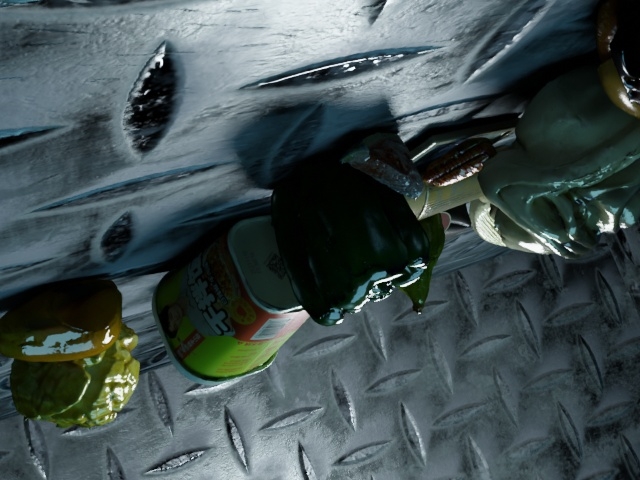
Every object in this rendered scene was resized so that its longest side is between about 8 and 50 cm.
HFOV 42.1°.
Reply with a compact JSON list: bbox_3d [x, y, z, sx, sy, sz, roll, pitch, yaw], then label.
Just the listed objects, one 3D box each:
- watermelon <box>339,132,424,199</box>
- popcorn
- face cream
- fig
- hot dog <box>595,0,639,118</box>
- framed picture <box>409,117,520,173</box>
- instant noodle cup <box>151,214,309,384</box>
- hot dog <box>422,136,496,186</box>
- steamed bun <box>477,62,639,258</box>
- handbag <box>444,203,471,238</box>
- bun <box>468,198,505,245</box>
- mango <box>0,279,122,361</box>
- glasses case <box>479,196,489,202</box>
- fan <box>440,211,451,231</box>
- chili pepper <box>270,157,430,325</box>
[{"bbox_3d":[0.121,-0.122,1.331,0.187,0.139,0.071,-1,129,-58],"label":"watermelon"},{"bbox_3d":[-0.544,0.290,1.829,0.281,0.247,0.282,-8,162,-3],"label":"popcorn"},{"bbox_3d":[0.236,-0.100,1.615,0.285,0.067,0.139,-20,154,-23],"label":"face cream"},{"bbox_3d":[0.188,0.029,1.730,0.203,0.235,0.203,-27,165,-8],"label":"fig"},{"bbox_3d":[0.470,-0.278,1.204,0.107,0.194,0.326,24,174,40],"label":"hot dog"},{"bbox_3d":[0.198,-0.139,1.610,0.247,0.022,0.335,-16,168,-38],"label":"framed picture"},{"bbox_3d":[-0.146,0.106,1.648,0.293,0.294,0.308,-11,160,-40],"label":"instant noodle cup"},{"bbox_3d":[0.246,-0.138,1.488,0.144,0.062,0.038,-27,-169,32],"label":"hot dog"},{"bbox_3d":[0.440,-0.112,1.427,0.352,0.247,0.339,-46,160,13],"label":"steamed bun"},{"bbox_3d":[0.188,-0.019,2.007,0.256,0.114,0.285,-1,159,-42],"label":"handbag"},{"bbox_3d":[0.484,-0.088,2.093,0.220,0.134,0.220,10,142,7],"label":"bun"},{"bbox_3d":[-0.493,0.163,1.564,0.236,0.136,0.166,-3,164,-43],"label":"mango"},{"bbox_3d":[0.541,-0.185,1.834,0.425,0.098,0.156,-20,167,-2],"label":"glasses case"},{"bbox_3d":[0.246,-0.038,1.897,0.133,0.005,0.085,12,123,-40],"label":"fan"},{"bbox_3d":[0.042,-0.006,1.399,0.233,0.257,0.248,-30,168,23],"label":"chili pepper"}]
